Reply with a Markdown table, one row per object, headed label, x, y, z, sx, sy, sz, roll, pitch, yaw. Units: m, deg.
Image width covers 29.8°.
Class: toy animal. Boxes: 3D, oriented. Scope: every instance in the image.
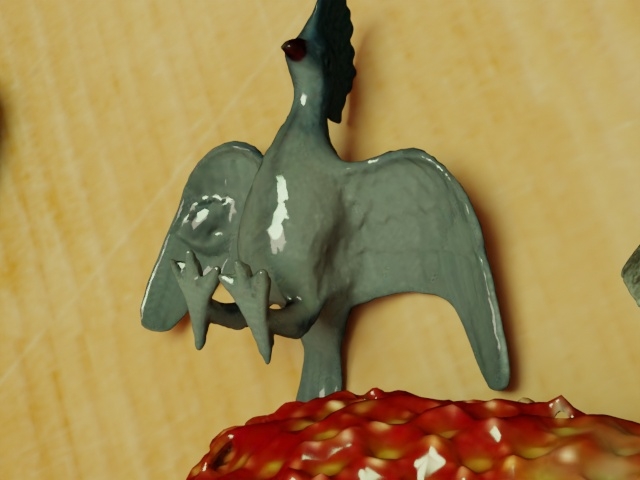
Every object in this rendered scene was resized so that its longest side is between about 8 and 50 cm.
| label | x | y | z | sx | sy | sz | roll | pitch | yaw |
| --- | --- | --- | --- | --- | --- | --- | --- | --- | --- |
| toy animal | 0.000 | 0.000 | 0.686 | 0.239 | 0.176 | 0.255 | 11 | 124 | 34 |

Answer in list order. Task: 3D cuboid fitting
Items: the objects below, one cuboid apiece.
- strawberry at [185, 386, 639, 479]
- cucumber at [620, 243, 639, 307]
| label | x | y | z | sx | sy | sz | roll | pitch | yaw |
| --- | --- | --- | --- | --- | --- | --- | --- | --- | --- |
| strawberry | 0.085 | 0.174 | 0.510 | 0.343 | 0.292 | 0.292 | -25 | 72 | 20 |
| cucumber | 0.195 | -0.003 | 0.583 | 0.064 | 0.064 | 0.112 | 39 | 106 | 27 |
